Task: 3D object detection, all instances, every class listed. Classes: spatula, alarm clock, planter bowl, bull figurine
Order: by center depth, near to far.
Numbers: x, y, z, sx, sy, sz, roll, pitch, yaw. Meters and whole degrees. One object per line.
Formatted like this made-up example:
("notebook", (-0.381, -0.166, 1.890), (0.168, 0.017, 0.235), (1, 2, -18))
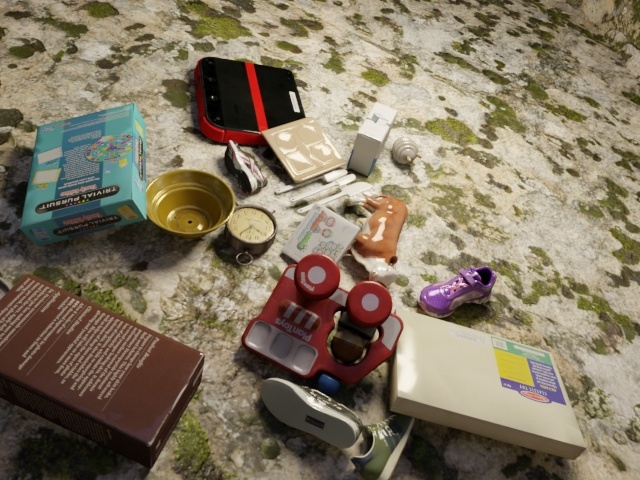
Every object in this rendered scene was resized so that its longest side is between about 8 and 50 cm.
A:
("planter bowl", (-0.321, -0.070, 1.264), (0.217, 0.090, 0.217), (7, 50, -8))
("alarm clock", (-0.177, -0.011, 1.279), (0.129, 0.064, 0.192), (13, 46, -7))
("bull figurine", (0.134, -0.010, 1.350), (0.188, 0.101, 0.310), (22, 49, 4))
("spatula", (0.004, -0.145, 1.452), (0.242, 0.019, 0.168), (-24, 44, -25))

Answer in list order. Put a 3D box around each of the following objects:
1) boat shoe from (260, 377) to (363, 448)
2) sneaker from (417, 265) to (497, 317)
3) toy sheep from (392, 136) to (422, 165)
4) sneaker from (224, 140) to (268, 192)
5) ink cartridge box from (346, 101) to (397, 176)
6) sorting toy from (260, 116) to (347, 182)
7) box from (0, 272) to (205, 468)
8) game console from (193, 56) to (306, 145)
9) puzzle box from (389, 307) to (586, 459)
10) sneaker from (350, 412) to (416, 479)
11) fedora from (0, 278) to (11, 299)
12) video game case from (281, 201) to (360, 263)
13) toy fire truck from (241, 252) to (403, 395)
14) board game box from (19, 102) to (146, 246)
("boat shoe", (-0.019, 0.340, 1.035), (0.219, 0.078, 0.070), (26, 14, 17))
("sneaker", (0.355, 0.119, 1.310), (0.236, 0.105, 0.095), (-13, 58, -25))
("toy sheep", (0.272, -0.283, 1.635), (0.091, 0.091, 0.132), (5, 31, -13))
("sneaker", (-0.208, -0.204, 1.440), (0.077, 0.072, 0.178), (-10, 62, -39))
("ink cartridge box", (0.161, -0.314, 1.588), (0.082, 0.140, 0.191), (22, 48, 4))
("sorting toy", (-0.050, -0.269, 1.524), (0.193, 0.038, 0.208), (-25, 70, -32))
("box", (-0.428, 0.235, 0.947), (0.381, 0.143, 0.191), (23, 48, 5))
("game console", (-0.221, -0.442, 1.642), (0.341, 0.060, 0.387), (3, 51, -23))
("puzzle box", (0.352, 0.309, 1.142), (0.408, 0.052, 0.272), (17, 33, -3))
("sneaker", (0.127, 0.390, 1.036), (0.086, 0.064, 0.192), (32, 51, 7))
("fedora", (-0.729, 0.116, 0.959), (0.275, 0.124, 0.244), (26, 49, 5))
("video game case", (0.000, 0.000, 1.287), (0.143, 0.019, 0.157), (32, 82, 23))
("toy fire truck", (0.012, 0.191, 1.127), (0.302, 0.169, 0.254), (28, 75, 5))
("board game box", (-0.553, -0.166, 1.228), (0.253, 0.079, 0.336), (-14, 54, -1))
